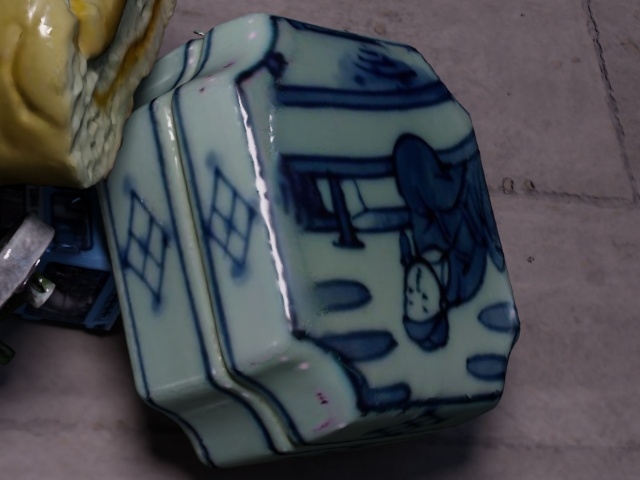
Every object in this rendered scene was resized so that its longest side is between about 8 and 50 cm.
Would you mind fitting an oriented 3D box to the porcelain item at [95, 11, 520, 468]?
[{"bbox_3d":[0.000,0.000,1.123,0.281,0.157,0.286,4,70,-51],"label":"porcelain item"}]

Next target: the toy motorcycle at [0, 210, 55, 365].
[{"bbox_3d":[-0.299,0.060,0.990,0.205,0.127,0.275,40,77,-12],"label":"toy motorcycle"}]

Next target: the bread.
[{"bbox_3d":[-0.267,-0.179,1.014,0.341,0.210,0.300,2,40,15],"label":"bread"}]

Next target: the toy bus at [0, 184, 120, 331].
[{"bbox_3d":[-0.192,-0.091,1.181,0.131,0.106,0.297,7,58,-21],"label":"toy bus"}]
